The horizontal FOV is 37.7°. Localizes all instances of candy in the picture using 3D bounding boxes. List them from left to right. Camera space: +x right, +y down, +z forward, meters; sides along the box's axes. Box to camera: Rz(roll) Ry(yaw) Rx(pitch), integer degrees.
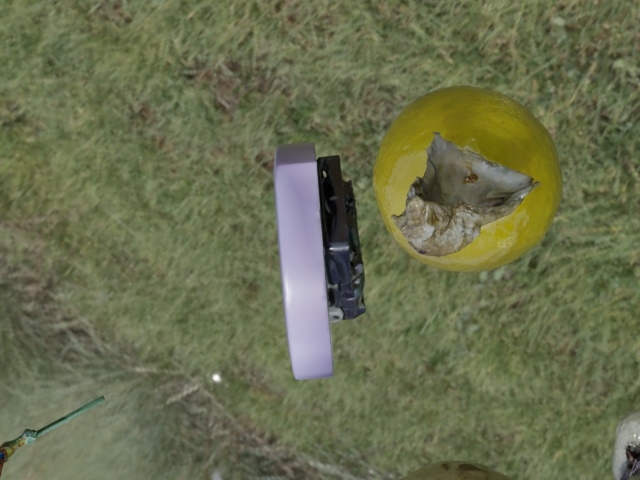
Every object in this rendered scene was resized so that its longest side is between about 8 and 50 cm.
[{"bbox_3d":[-0.345,0.236,1.116,0.060,0.201,0.060,37,142,36],"label":"candy"}]

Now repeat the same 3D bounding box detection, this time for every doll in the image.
[{"bbox_3d":[0.453,0.337,1.303,0.175,0.278,0.149,-31,97,33],"label":"doll"}]

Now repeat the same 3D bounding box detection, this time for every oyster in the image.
[{"bbox_3d":[0.180,-0.052,1.247,0.161,0.232,0.107,24,126,28],"label":"oyster"}]

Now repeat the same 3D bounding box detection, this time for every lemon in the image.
[{"bbox_3d":[0.250,-0.102,1.606,0.348,0.348,0.348,24,147,17],"label":"lemon"}]

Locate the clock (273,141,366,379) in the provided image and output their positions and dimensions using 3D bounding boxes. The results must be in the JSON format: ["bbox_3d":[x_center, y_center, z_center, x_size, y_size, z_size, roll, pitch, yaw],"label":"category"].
[{"bbox_3d":[0.000,0.000,0.732,0.064,0.198,0.172,-5,138,-1],"label":"clock"}]

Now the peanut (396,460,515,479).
[{"bbox_3d":[0.093,0.341,1.034,0.387,0.192,0.170,-37,63,43],"label":"peanut"}]
